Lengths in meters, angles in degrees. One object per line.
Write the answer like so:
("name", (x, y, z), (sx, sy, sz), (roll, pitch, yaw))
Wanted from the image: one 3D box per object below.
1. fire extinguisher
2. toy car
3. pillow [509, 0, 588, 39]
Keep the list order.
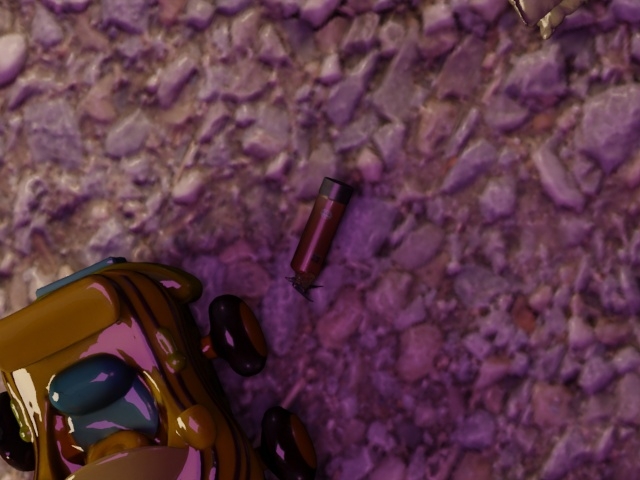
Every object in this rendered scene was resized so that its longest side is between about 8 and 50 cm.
("fire extinguisher", (0.000, 0.000, 1.345), (0.028, 0.022, 0.083), (19, 96, -19))
("toy car", (-0.124, 0.134, 1.313), (0.200, 0.142, 0.248), (-28, 84, 12))
("pillow", (0.140, -0.236, 1.280), (0.134, 0.078, 0.181), (-34, 85, 11))
